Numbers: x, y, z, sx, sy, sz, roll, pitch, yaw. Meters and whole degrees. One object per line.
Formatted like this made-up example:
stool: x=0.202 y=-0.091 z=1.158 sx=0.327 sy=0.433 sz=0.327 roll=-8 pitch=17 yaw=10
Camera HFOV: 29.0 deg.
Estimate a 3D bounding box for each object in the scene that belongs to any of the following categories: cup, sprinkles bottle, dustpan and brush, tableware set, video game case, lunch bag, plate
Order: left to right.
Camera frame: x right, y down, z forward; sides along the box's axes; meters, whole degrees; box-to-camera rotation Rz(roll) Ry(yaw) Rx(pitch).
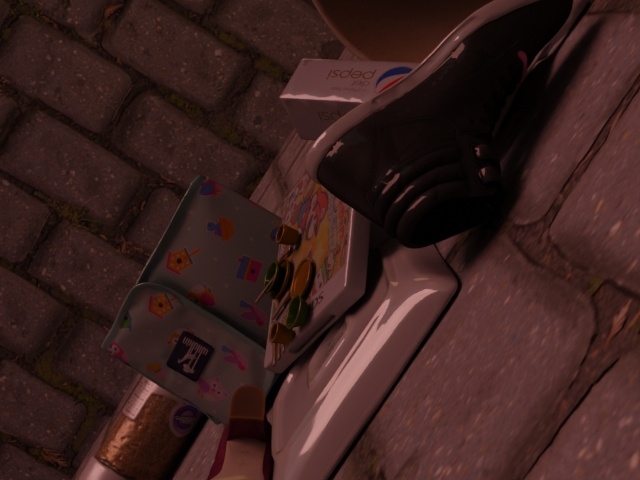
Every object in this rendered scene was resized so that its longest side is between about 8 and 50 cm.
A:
sprinkles bottle: x=-0.242 y=0.260 z=1.963 sx=0.355 sy=0.121 sz=0.121 roll=-59 pitch=8 yaw=-8
lunch bag: x=-0.125 y=0.083 z=1.566 sx=0.262 sy=0.223 sz=0.160 roll=-59 pitch=1 yaw=-7
tableware set: x=-0.039 y=0.047 z=1.294 sx=0.154 sy=0.024 sz=0.104 roll=-91 pitch=26 yaw=-44
video game case: x=0.000 y=0.000 z=1.303 sx=0.206 sy=0.026 sz=0.227 roll=132 pitch=151 yaw=-52
plate: x=0.024 y=0.114 z=1.205 sx=0.277 sy=0.045 sz=0.278 roll=-57 pitch=8 yaw=9
cup: x=0.161 y=-0.371 z=1.413 sx=0.237 sy=0.331 sz=0.331 roll=-34 pitch=-9 yaw=-38
dustpan and brush: x=0.197 y=-0.172 z=1.235 sx=0.211 sy=0.060 sz=0.147 roll=-63 pitch=-3 yaw=13

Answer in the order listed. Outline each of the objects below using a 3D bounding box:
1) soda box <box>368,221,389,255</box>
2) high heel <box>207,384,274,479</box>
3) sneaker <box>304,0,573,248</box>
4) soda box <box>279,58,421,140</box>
soda box: x=0.073 y=-0.085 z=1.477 sx=0.098 sy=0.091 sz=0.286 roll=-46 pitch=15 yaw=54
high heel: x=-0.092 y=0.273 z=1.277 sx=0.244 sy=0.082 sz=0.117 roll=-87 pitch=-1 yaw=-48
sneaker: x=0.143 y=-0.104 z=1.113 sx=0.295 sy=0.147 sz=0.104 roll=-38 pitch=-23 yaw=-7
soda box: x=0.067 y=-0.155 z=1.398 sx=0.216 sy=0.074 sz=0.069 roll=7 pitch=54 yaw=31
